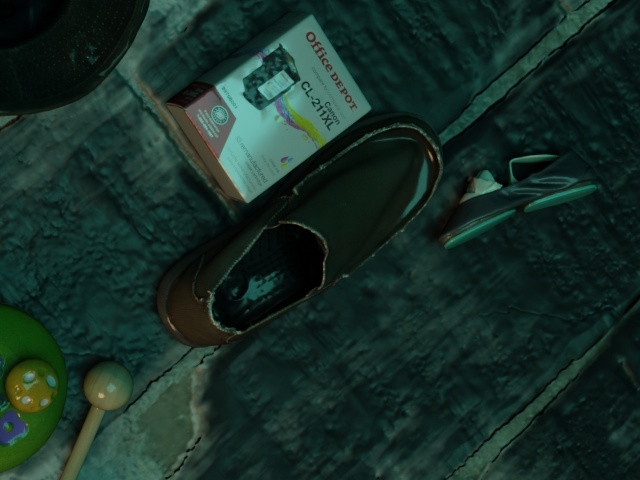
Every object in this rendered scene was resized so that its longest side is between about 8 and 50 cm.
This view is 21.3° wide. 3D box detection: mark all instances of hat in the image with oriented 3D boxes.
[{"bbox_3d":[-0.336,-0.262,1.642,0.331,0.134,0.331,3,80,-17],"label":"hat"}]

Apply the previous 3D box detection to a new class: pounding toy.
[{"bbox_3d":[-0.306,0.171,1.714,0.237,0.110,0.183,27,86,-29],"label":"pounding toy"}]

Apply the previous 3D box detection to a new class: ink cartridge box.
[{"bbox_3d":[-0.054,-0.143,1.803,0.175,0.072,0.127,-38,109,-12],"label":"ink cartridge box"}]

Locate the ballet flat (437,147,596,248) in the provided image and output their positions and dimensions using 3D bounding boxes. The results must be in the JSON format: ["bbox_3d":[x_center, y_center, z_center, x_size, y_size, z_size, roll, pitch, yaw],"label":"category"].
[{"bbox_3d":[0.215,-0.054,1.933,0.203,0.074,0.074,-21,105,-12],"label":"ballet flat"}]

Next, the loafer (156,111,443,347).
[{"bbox_3d":[0.000,0.000,1.814,0.366,0.130,0.134,-40,110,-12],"label":"loafer"}]
